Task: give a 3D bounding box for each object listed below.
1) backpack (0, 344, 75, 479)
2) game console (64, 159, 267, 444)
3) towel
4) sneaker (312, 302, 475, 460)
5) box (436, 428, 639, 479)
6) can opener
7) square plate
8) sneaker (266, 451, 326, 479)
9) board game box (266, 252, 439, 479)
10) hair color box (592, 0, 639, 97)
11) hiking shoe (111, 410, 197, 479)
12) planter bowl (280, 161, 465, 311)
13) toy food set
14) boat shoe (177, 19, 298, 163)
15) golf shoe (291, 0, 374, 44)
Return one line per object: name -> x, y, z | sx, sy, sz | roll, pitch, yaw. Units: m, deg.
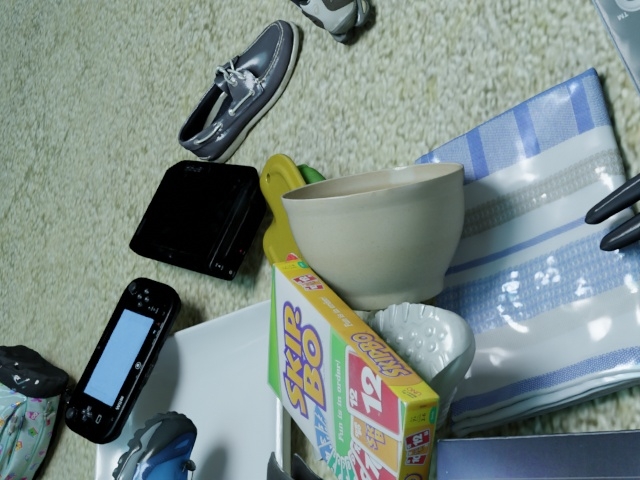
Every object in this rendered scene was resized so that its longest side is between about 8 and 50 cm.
backpack -> -0.432, 0.249, 1.400 | 0.152, 0.115, 0.181 | 25, 99, 46
game console -> -0.191, 0.070, 1.192 | 0.213, 0.044, 0.361 | 10, 72, 54
towel -> 0.178, 0.012, 0.876 | 0.209, 0.034, 0.284 | -26, 59, 39
sneaker -> 0.074, 0.124, 0.858 | 0.235, 0.095, 0.090 | 132, 145, -52
box -> 0.234, 0.269, 0.617 | 0.296, 0.183, 0.293 | -16, 67, 45
can opener -> 0.280, -0.051, 0.754 | 0.186, 0.073, 0.059 | -31, 63, 36
square plate -> -0.142, 0.267, 1.126 | 0.347, 0.049, 0.343 | -21, 63, 42
sneaker -> 0.009, 0.228, 0.739 | 0.170, 0.051, 0.089 | 23, 103, 53
board game box -> 0.012, 0.114, 0.813 | 0.259, 0.039, 0.124 | -134, 43, -57
hair color box -> 0.294, -0.122, 0.631 | 0.185, 0.114, 0.374 | -27, 74, 22
hiking shoe -> -0.158, 0.331, 1.031 | 0.132, 0.113, 0.304 | 8, 75, 18
planter bowl -> 0.054, -0.001, 0.889 | 0.162, 0.162, 0.109 | 1, 105, 48
toy food set -> 0.000, 0.000, 1.057 | 0.217, 0.071, 0.128 | -116, 33, -40
boat shoe -> -0.101, -0.183, 1.221 | 0.206, 0.065, 0.075 | -53, 45, 21
golf shoe -> -0.009, -0.312, 1.145 | 0.077, 0.094, 0.198 | -49, 45, 26
